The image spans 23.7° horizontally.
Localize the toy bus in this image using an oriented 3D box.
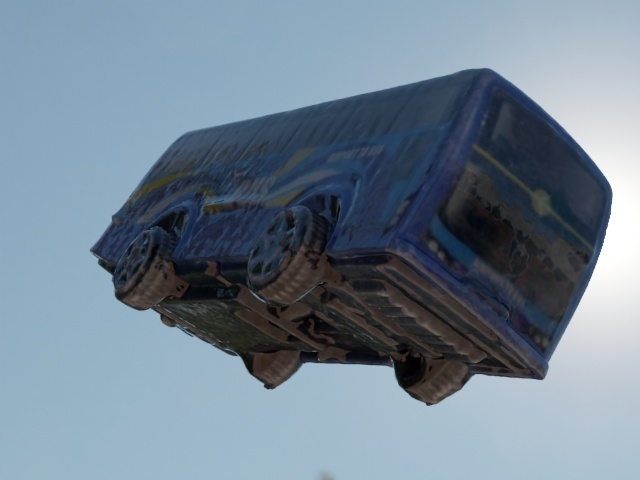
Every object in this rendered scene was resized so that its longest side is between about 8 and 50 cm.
[{"bbox_3d":[-0.001,-0.003,0.535,0.079,0.094,0.236,33,-18,-25],"label":"toy bus"}]
